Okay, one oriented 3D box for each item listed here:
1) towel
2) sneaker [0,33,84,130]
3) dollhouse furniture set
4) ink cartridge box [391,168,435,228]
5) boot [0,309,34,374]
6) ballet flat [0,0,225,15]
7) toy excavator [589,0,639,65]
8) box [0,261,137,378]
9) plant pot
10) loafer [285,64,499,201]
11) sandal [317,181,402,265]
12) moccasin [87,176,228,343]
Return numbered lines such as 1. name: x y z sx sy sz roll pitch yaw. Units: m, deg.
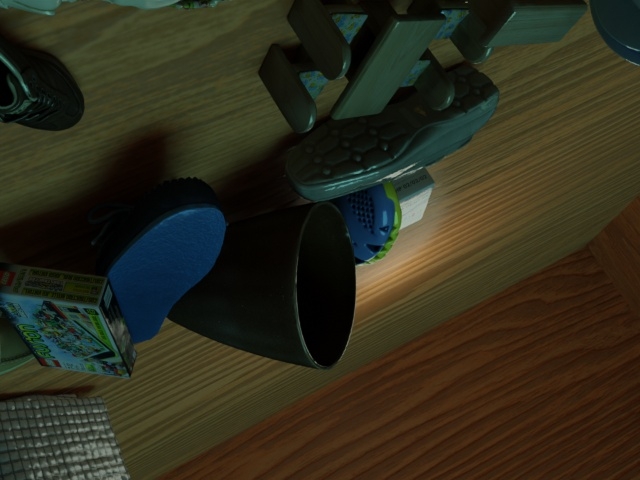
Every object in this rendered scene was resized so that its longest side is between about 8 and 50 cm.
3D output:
1. towel: -0.469 0.385 1.167 0.121 0.235 0.284 -33 160 17
2. sneaker: -0.234 -0.111 0.509 0.066 0.071 0.188 -33 161 6
3. dollhouse furniture set: 0.101 -0.189 0.671 0.212 0.161 0.242 -16 156 -37
4. ink cartridge box: 0.124 -0.074 1.151 0.104 0.061 0.181 -27 160 -11
5. boot: -0.385 0.103 0.779 0.213 0.077 0.165 -2 158 -47
6. ballet flat: -0.156 -0.182 0.438 0.241 0.077 0.091 -17 158 -33
7. toy excavator: 0.376 -0.354 0.638 0.445 0.222 0.433 -5 149 -35
8. box: -0.279 0.096 0.772 0.114 0.036 0.207 8 149 0
9. plant pot: -0.095 0.058 0.924 0.230 0.215 0.215 -1 171 22
10. loafer: 0.099 -0.125 0.910 0.319 0.112 0.111 -25 152 -19
11. sandal: 0.000 0.000 1.042 0.138 0.126 0.317 -6 156 -37
12. moccasin: -0.219 0.017 0.801 0.138 0.117 0.342 1 151 -36
